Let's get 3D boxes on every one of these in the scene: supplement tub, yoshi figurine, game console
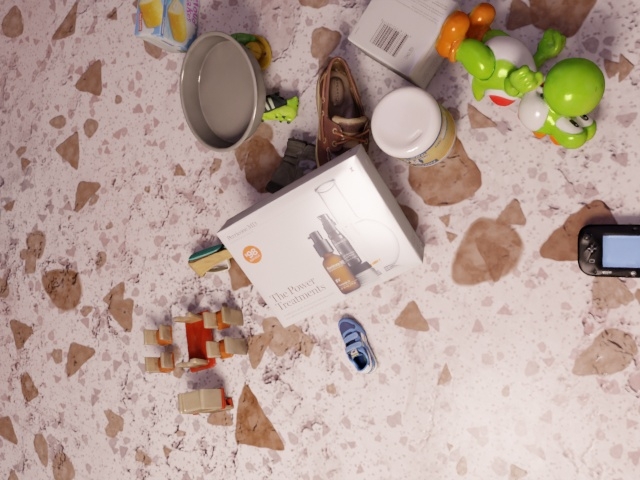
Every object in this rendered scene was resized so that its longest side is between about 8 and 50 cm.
[{"bbox_3d":[0.204,-0.234,1.278,0.144,0.200,0.144,-1,88,26],"label":"supplement tub"},{"bbox_3d":[0.415,-0.345,1.192,0.203,0.203,0.362,-46,74,10],"label":"yoshi figurine"},{"bbox_3d":[0.680,0.036,1.136,0.362,0.044,0.213,1,89,26],"label":"game console"}]

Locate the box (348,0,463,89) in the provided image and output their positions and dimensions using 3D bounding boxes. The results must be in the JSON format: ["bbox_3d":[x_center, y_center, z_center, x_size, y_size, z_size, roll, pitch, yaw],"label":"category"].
[{"bbox_3d":[0.194,-0.464,1.334,0.181,0.119,0.182,39,104,21],"label":"box"}]

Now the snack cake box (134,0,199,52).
[{"bbox_3d":[-0.397,-0.648,1.597,0.089,0.152,0.264,7,92,25],"label":"snack cake box"}]

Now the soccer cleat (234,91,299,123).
[{"bbox_3d":[-0.134,-0.339,1.524,0.179,0.060,0.072,12,74,25],"label":"soccer cleat"}]

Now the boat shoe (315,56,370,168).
[{"bbox_3d":[0.053,-0.249,1.373,0.123,0.123,0.341,-3,82,-8],"label":"boat shoe"}]

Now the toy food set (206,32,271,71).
[{"bbox_3d":[-0.236,-0.479,1.561,0.218,0.071,0.128,8,92,25],"label":"toy food set"}]

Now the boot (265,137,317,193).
[{"bbox_3d":[-0.008,-0.146,1.445,0.247,0.083,0.161,29,94,21],"label":"boot"}]

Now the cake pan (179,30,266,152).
[{"bbox_3d":[-0.244,-0.369,1.510,0.293,0.054,0.293,13,110,39],"label":"cake pan"}]

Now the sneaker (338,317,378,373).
[{"bbox_3d":[0.082,0.244,1.400,0.053,0.059,0.144,-37,73,22],"label":"sneaker"}]

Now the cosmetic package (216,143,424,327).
[{"bbox_3d":[0.000,0.000,1.360,0.377,0.097,0.284,-28,104,22],"label":"cosmetic package"}]

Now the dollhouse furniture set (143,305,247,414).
[{"bbox_3d":[-0.307,0.314,1.564,0.262,0.135,0.259,-18,70,23],"label":"dollhouse furniture set"}]

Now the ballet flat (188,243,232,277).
[{"bbox_3d":[-0.236,0.034,1.558,0.232,0.080,0.073,-21,108,25],"label":"ballet flat"}]
